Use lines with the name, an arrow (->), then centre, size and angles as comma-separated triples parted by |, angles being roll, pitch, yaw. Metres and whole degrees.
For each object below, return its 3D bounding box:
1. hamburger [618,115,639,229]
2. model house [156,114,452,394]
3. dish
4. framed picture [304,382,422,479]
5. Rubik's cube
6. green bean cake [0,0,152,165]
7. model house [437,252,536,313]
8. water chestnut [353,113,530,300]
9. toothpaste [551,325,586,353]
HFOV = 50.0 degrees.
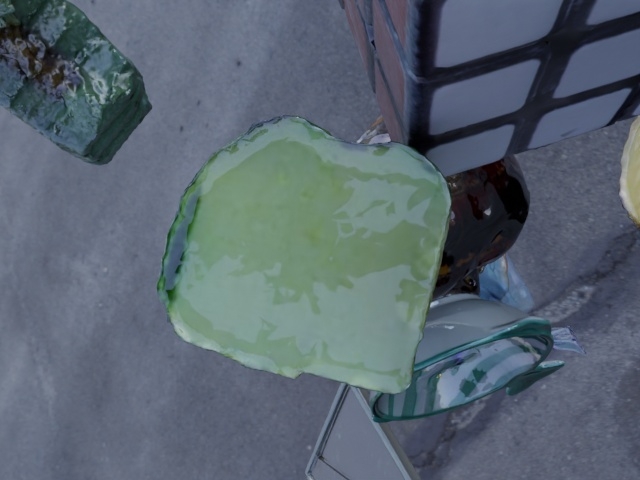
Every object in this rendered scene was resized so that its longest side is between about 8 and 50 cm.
hamburger -> 0.530, -0.090, 0.862 | 0.261, 0.186, 0.303 | -156, 85, -79
model house -> 0.000, 0.000, 0.591 | 0.214, 0.189, 0.195 | 10, 97, 12
dish -> 0.145, 0.114, 0.721 | 0.224, 0.246, 0.078 | -44, 51, 35
framed picture -> 0.071, 0.374, 0.965 | 0.315, 0.024, 0.232 | 55, 134, 47
Rubik's cube -> 0.163, -0.262, 0.520 | 0.301, 0.304, 0.305 | -18, 75, 0
green bean cake -> -0.390, -0.257, 0.907 | 0.308, 0.300, 0.169 | 39, 87, 0
model house -> 0.227, 0.080, 1.321 | 0.360, 0.339, 0.297 | -25, 45, 35
water chestnut -> 0.138, -0.042, 0.884 | 0.244, 0.289, 0.289 | 28, 110, 5
toothpaste -> 0.318, 0.141, 0.993 | 0.045, 0.028, 0.170 | 61, 163, -3
